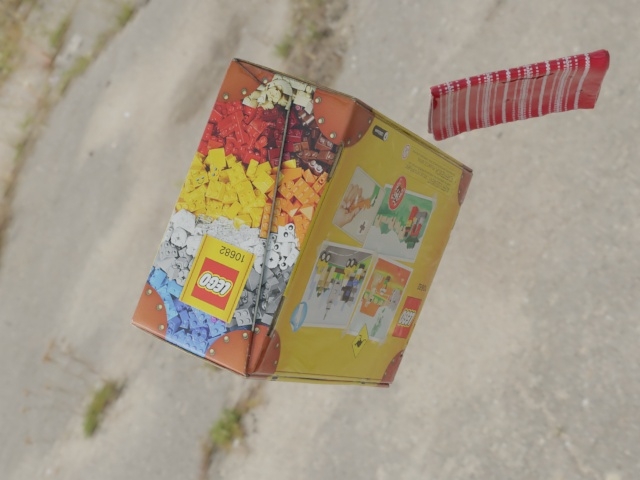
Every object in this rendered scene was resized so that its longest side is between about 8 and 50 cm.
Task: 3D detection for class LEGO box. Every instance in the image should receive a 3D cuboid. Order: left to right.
[{"bbox_3d":[0.000,0.000,1.741,0.193,0.500,0.372,22,91,25],"label":"LEGO box"}]

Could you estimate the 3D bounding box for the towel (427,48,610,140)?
[{"bbox_3d":[0.303,-0.222,1.900,0.199,0.274,0.031,77,-178,-74],"label":"towel"}]
